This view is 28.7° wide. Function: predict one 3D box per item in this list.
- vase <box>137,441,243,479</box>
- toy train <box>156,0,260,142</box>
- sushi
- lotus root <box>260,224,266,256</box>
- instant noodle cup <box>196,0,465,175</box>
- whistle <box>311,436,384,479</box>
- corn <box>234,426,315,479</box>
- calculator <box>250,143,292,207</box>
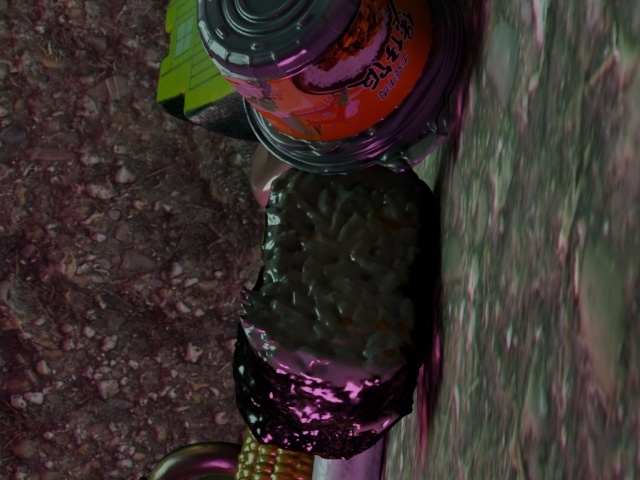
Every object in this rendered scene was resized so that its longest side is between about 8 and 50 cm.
[{"bbox_3d":[-0.150,0.396,1.721,0.241,0.302,0.329,-86,4,-54],"label":"vase"},{"bbox_3d":[-0.027,-0.233,1.155,0.442,0.179,0.272,169,108,-65],"label":"toy train"},{"bbox_3d":[0.014,0.041,0.904,0.225,0.136,0.126,-76,-2,-50],"label":"sushi"},{"bbox_3d":[0.000,0.000,1.381,0.138,0.138,0.214,100,180,-52],"label":"lotus root"},{"bbox_3d":[-0.004,-0.149,0.863,0.178,0.208,0.125,-56,-34,-1],"label":"instant noodle cup"},{"bbox_3d":[0.015,0.268,1.091,0.062,0.062,0.312,-127,44,-86],"label":"whistle"},{"bbox_3d":[-0.033,0.282,1.325,0.131,0.131,0.344,103,177,-68],"label":"corn"},{"bbox_3d":[0.000,-0.140,1.412,0.220,0.048,0.330,-44,12,12],"label":"calculator"}]
